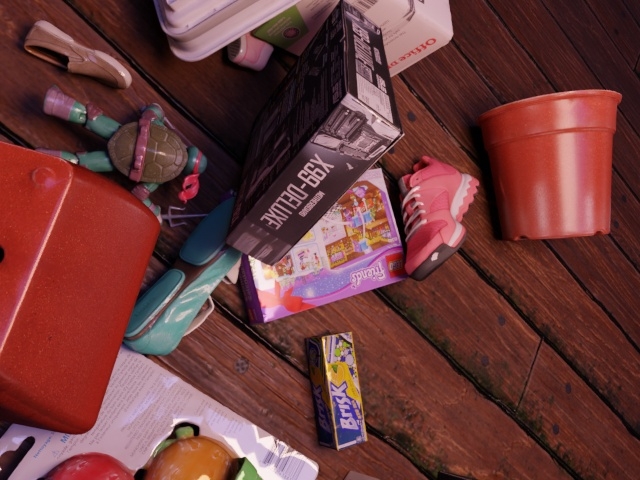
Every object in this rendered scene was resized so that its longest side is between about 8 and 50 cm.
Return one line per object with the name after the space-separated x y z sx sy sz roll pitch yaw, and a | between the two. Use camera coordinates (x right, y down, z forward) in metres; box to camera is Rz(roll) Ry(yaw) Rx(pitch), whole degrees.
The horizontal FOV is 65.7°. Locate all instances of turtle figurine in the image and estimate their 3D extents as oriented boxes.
-0.241 -0.116 0.659 0.234 0.118 0.175 12 73 -23 | turtle figurine

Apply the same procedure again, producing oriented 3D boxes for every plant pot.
0.472 -0.136 1.019 0.272 0.272 0.265 -5 90 -32 | plant pot
-0.325 0.028 0.461 0.267 0.236 0.268 16 71 -10 | plant pot

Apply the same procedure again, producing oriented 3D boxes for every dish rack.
-0.109 -0.430 0.670 0.072 0.332 0.286 25 43 -66 | dish rack

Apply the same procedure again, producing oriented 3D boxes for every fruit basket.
-0.218 0.328 0.572 0.353 0.165 0.327 30 57 0 | fruit basket

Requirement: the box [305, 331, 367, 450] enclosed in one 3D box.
0.024 0.231 0.775 0.059 0.054 0.169 -4 81 -32 | box

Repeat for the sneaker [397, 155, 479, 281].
0.184 -0.049 0.892 0.136 0.116 0.314 36 42 -3 | sneaker

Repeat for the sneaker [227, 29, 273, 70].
-0.115 -0.340 0.819 0.070 0.051 0.134 14 66 -42 | sneaker

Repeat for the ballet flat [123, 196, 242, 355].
-0.166 0.052 0.679 0.247 0.083 0.087 -53 137 -18 | ballet flat

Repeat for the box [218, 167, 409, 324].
0.000 0.000 0.808 0.293 0.057 0.201 -12 85 -33 | box

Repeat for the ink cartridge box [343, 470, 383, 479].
0.079 0.422 0.671 0.093 0.219 0.160 49 59 -9 | ink cartridge box

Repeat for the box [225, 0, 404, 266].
-0.015 -0.152 0.654 0.076 0.242 0.307 29 36 -23 | box

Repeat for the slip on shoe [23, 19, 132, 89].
-0.324 -0.239 0.666 0.135 0.051 0.041 31 60 -19 | slip on shoe

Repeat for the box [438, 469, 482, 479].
0.302 0.502 0.853 0.207 0.108 0.153 25 67 -25 | box

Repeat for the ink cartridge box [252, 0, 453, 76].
0.054 -0.379 0.813 0.272 0.198 0.115 8 72 -41 | ink cartridge box
